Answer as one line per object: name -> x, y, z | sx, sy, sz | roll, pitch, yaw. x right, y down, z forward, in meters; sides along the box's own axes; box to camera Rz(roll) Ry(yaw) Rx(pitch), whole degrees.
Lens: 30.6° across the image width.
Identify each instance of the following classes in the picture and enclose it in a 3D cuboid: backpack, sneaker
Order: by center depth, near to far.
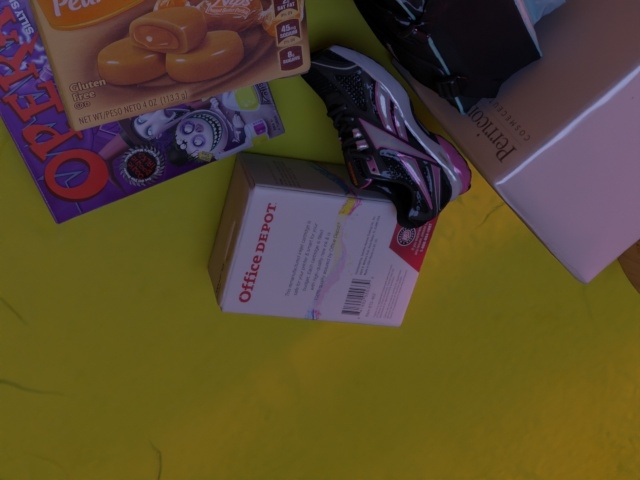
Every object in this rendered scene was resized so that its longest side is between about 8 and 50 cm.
backpack -> 0.081, -0.214, 0.869 | 0.144, 0.188, 0.166 | -43, 139, 3
sneaker -> 0.045, -0.083, 0.967 | 0.178, 0.072, 0.077 | 43, 70, -7

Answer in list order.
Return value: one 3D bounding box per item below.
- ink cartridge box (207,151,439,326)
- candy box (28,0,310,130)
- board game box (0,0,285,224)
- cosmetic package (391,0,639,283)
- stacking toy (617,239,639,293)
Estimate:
ink cartridge box -> 0.000, 0.000, 1.039 | 0.175, 0.072, 0.128 | 7, 118, -21
candy box -> -0.113, -0.225, 0.752 | 0.182, 0.088, 0.316 | -16, 144, -8
board game box -> -0.175, -0.195, 0.886 | 0.208, 0.056, 0.347 | -20, 124, 0
cosmetic package -> 0.272, -0.178, 0.929 | 0.385, 0.217, 0.156 | -41, 129, 6
stacking toy -> 0.451, -0.047, 1.123 | 0.330, 0.141, 0.141 | -18, 123, -11
